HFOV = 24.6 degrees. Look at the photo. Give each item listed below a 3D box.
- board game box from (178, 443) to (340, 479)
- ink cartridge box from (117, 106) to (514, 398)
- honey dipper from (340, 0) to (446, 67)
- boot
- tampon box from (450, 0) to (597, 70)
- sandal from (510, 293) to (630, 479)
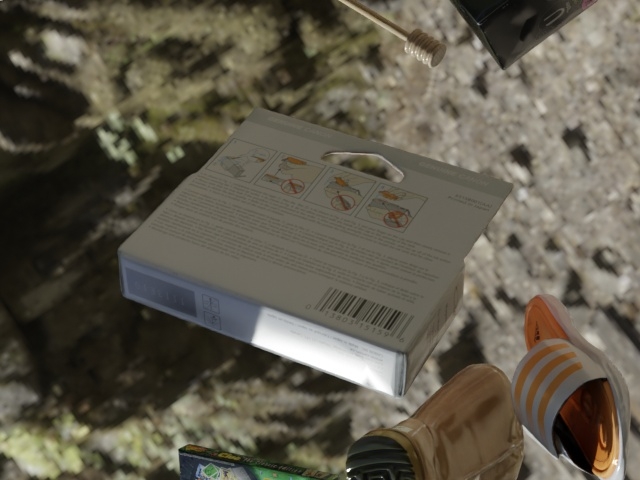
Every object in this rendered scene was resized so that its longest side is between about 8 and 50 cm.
[{"bbox_3d":[-0.083,0.363,1.995,0.259,0.030,0.136,6,104,34],"label":"board game box"},{"bbox_3d":[0.000,0.000,1.286,0.275,0.239,0.060,19,133,21],"label":"ink cartridge box"},{"bbox_3d":[0.066,-0.239,1.598,0.160,0.030,0.030,34,160,22],"label":"honey dipper"},{"bbox_3d":[0.122,0.251,1.340,0.269,0.089,0.236,-13,-80,-63],"label":"boot"},{"bbox_3d":[0.134,-0.243,1.187,0.161,0.101,0.120,56,-172,19],"label":"tampon box"},{"bbox_3d":[0.198,0.128,1.272,0.265,0.076,0.102,-115,23,-67],"label":"sandal"}]
